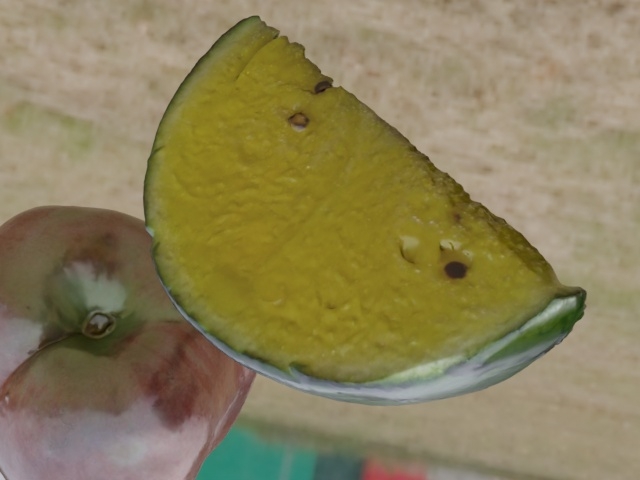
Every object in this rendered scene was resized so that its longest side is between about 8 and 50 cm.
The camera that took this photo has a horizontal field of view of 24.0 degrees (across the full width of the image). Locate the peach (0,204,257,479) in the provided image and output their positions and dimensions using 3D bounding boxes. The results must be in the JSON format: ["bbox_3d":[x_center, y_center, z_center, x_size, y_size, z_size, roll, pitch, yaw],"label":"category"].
[{"bbox_3d":[-0.107,0.069,0.712,0.152,0.152,0.152,10,170,2],"label":"peach"}]

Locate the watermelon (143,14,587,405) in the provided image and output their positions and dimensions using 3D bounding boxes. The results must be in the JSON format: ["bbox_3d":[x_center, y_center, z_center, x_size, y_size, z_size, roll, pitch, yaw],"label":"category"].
[{"bbox_3d":[-0.009,0.004,0.504,0.075,0.092,0.181,-10,-138,-37],"label":"watermelon"}]
